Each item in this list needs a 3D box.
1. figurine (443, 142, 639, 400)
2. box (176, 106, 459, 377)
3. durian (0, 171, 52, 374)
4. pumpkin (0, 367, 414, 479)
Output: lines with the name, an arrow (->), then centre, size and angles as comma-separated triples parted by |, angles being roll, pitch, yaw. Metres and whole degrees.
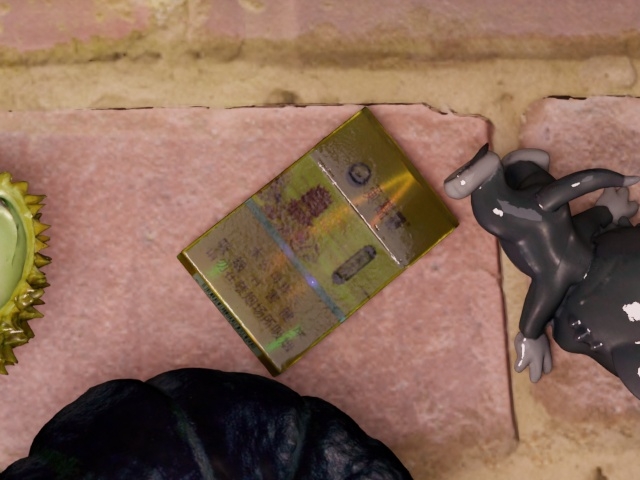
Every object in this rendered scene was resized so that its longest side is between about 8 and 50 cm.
figurine -> 0.219, 0.006, 1.551 | 0.265, 0.140, 0.193 | 52, 50, -25
box -> 0.000, 0.000, 1.545 | 0.193, 0.030, 0.121 | -39, 91, -18
durian -> -0.305, 0.026, 1.378 | 0.237, 0.176, 0.200 | -6, 90, -11
pumpkin -> -0.081, 0.264, 1.346 | 0.363, 0.266, 0.363 | 3, 76, -12
